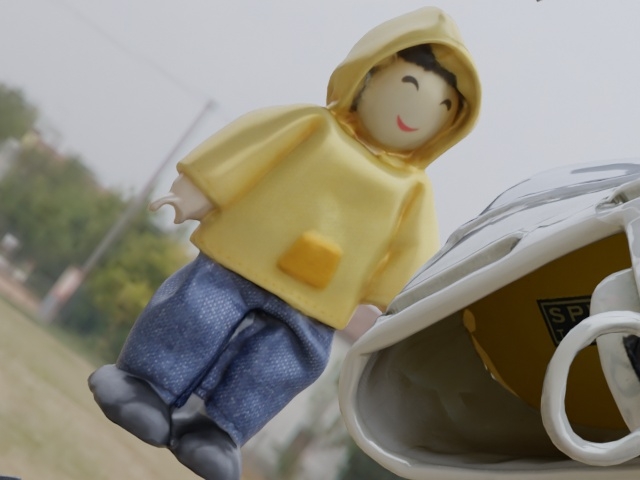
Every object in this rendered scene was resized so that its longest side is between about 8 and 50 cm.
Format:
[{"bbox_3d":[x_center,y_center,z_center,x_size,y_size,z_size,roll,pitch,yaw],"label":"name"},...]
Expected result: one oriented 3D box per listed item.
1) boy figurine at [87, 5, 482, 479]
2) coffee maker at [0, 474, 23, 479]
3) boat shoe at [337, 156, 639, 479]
[{"bbox_3d":[0.000,0.000,1.006,0.177,0.285,0.092,38,1,-14],"label":"boy figurine"},{"bbox_3d":[-0.206,0.227,1.077,0.171,0.120,0.178,38,17,-44],"label":"coffee maker"},{"bbox_3d":[0.128,0.026,0.518,0.367,0.156,0.135,-9,-70,51],"label":"boat shoe"}]
